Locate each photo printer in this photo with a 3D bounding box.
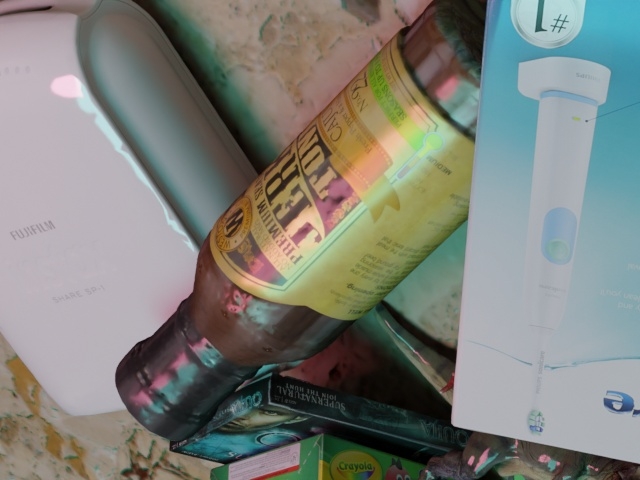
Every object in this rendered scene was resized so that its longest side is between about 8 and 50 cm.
[{"bbox_3d":[-0.164,-0.027,1.293,0.256,0.107,0.307,-14,118,40],"label":"photo printer"}]

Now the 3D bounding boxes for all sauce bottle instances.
[{"bbox_3d":[0.000,0.000,1.130,0.111,0.111,0.344,42,116,-5],"label":"sauce bottle"}]

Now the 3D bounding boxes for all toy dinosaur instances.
[{"bbox_3d":[0.122,0.149,1.238,0.268,0.064,0.118,30,108,37],"label":"toy dinosaur"}]

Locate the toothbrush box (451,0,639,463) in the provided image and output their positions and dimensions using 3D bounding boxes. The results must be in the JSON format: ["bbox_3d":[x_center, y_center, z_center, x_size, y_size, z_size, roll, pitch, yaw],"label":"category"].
[{"bbox_3d":[0.191,-0.030,0.939,0.216,0.126,0.295,9,124,13],"label":"toothbrush box"}]

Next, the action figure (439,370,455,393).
[{"bbox_3d":[0.170,0.027,1.104,0.091,0.139,0.280,34,140,4],"label":"action figure"}]

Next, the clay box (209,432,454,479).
[{"bbox_3d":[0.043,0.201,1.342,0.222,0.053,0.127,21,150,-37],"label":"clay box"}]

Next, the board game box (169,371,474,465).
[{"bbox_3d":[0.003,0.143,1.319,0.186,0.026,0.126,18,149,-32],"label":"board game box"}]

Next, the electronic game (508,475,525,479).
[{"bbox_3d":[0.220,0.184,1.225,0.229,0.048,0.229,22,123,37],"label":"electronic game"}]
